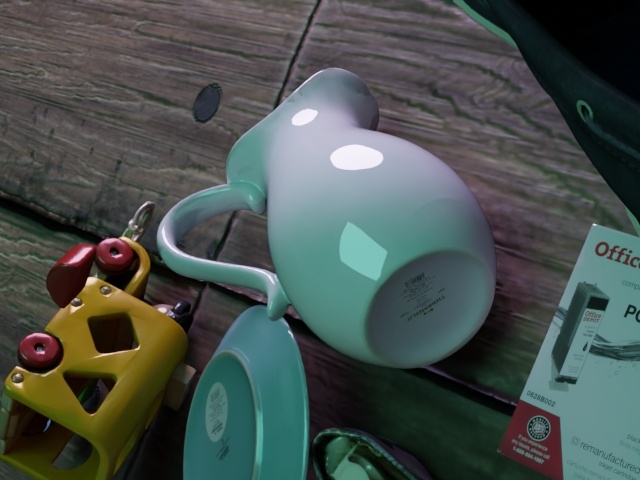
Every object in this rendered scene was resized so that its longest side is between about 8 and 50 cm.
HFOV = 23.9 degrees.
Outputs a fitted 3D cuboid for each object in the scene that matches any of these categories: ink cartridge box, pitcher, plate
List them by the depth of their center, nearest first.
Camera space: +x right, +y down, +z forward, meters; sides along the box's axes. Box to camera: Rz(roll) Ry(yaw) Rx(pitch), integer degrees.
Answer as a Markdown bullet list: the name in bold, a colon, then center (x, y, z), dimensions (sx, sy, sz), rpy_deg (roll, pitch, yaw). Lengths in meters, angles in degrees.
- **ink cartridge box**: center (0.165, 0.069, 0.782), dimensions (0.099, 0.056, 0.135), rpy_deg (20, 87, 49)
- **pitcher**: center (0.000, 0.000, 0.923), dimensions (0.177, 0.125, 0.207), rpy_deg (-34, 40, -3)
- **plate**: center (-0.055, 0.134, 0.959), dimensions (0.188, 0.024, 0.188), rpy_deg (-173, 90, -66)

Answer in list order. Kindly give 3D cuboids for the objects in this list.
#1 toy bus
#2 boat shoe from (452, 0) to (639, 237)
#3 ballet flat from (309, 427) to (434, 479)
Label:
- **toy bus**: center (-0.141, 0.085, 1.061), dimensions (0.104, 0.191, 0.202), rpy_deg (28, 95, 6)
- **boat shoe**: center (0.160, -0.154, 0.777), dimensions (0.186, 0.156, 0.500), rpy_deg (-25, 48, 4)
- **ballet flat**: center (0.058, 0.174, 0.828), dimensions (0.077, 0.079, 0.221), rpy_deg (-56, 42, 7)
